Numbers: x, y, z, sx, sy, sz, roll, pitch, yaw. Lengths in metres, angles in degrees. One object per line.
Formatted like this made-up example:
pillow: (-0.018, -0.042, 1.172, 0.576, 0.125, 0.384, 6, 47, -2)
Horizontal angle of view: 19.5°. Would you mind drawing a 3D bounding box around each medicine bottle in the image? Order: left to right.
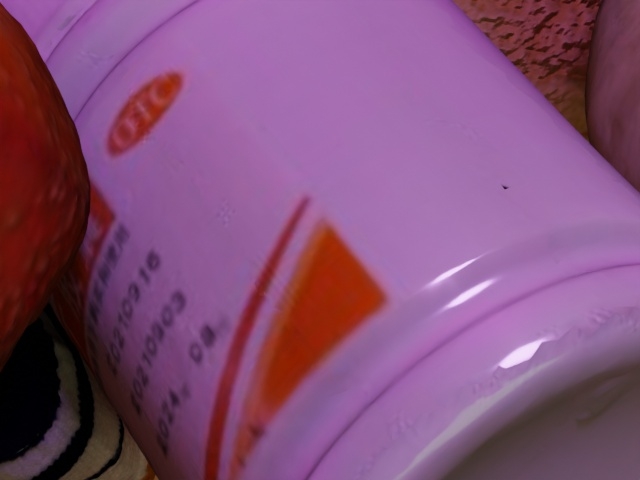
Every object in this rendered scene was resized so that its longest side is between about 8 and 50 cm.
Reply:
medicine bottle: (0.000, 0.000, 0.709, 0.202, 0.316, 0.202, -21, 139, -20)

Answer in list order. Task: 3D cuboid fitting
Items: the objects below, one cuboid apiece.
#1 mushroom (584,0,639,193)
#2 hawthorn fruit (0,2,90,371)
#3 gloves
mushroom: (0.281, -0.113, 0.875, 0.315, 0.356, 0.315, 4, 163, 1)
hawthorn fruit: (-0.201, -0.039, 0.599, 0.205, 0.205, 0.253, -42, 124, 3)
gloves: (-0.154, 0.066, 0.819, 0.140, 0.131, 0.219, -17, 178, -5)
